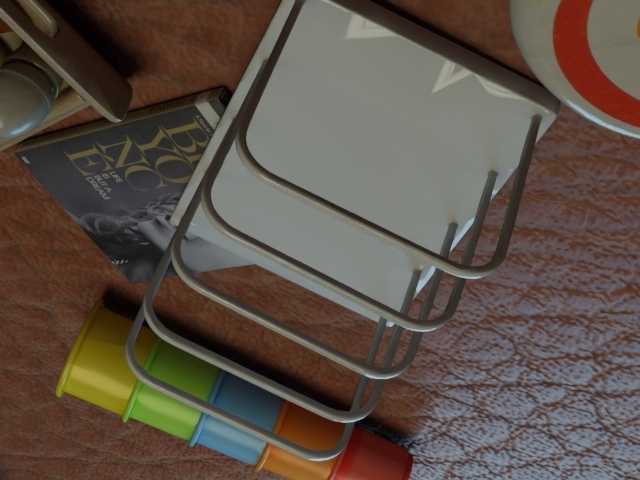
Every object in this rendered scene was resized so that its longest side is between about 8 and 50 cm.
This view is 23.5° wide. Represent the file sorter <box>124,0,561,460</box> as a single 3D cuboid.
[{"bbox_3d":[0.000,0.000,1.043,0.193,0.173,0.278,26,140,-6],"label":"file sorter"}]

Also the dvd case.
[{"bbox_3d":[-0.115,-0.035,1.208,0.221,0.018,0.164,-11,131,36],"label":"dvd case"}]

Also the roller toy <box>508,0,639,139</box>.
[{"bbox_3d":[0.197,-0.158,0.782,0.191,0.146,0.209,36,137,-30],"label":"roller toy"}]

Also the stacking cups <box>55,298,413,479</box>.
[{"bbox_3d":[-0.075,0.162,1.362,0.316,0.096,0.096,26,143,-2],"label":"stacking cups"}]

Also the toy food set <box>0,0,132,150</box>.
[{"bbox_3d":[-0.308,-0.125,1.142,0.306,0.092,0.220,-19,126,42],"label":"toy food set"}]
